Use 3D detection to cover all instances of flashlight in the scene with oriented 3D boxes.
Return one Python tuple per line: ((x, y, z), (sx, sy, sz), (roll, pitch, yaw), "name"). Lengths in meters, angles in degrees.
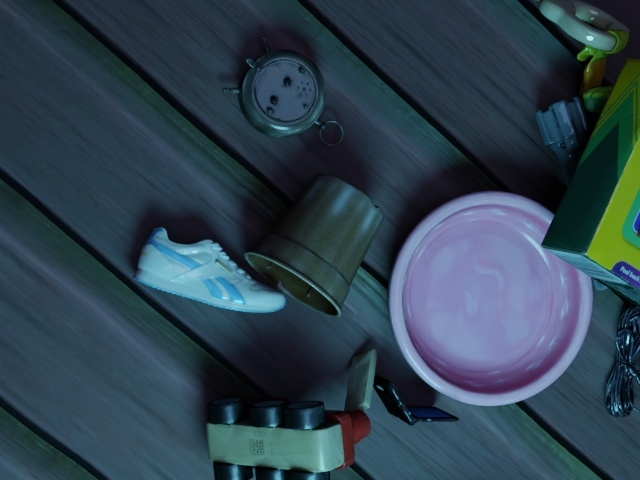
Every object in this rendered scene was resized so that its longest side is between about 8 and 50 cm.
((0.429, -0.075, 1.581), (0.103, 0.103, 0.304), (-19, 89, -36), "flashlight")

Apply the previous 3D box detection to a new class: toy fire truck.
((-0.021, 0.258, 1.457), (0.246, 0.217, 0.159), (-7, 91, -54), "toy fire truck")

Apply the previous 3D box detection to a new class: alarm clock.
((-0.042, -0.211, 1.496), (0.192, 0.064, 0.129), (37, 83, -13), "alarm clock")

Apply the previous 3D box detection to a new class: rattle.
((0.388, -0.335, 1.603), (0.199, 0.143, 0.130), (26, 52, 4), "rattle")

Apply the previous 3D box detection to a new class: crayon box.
((0.546, -0.051, 1.487), (0.363, 0.106, 0.313), (29, 83, -28), "crayon box")

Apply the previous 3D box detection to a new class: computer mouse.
((0.609, 0.215, 1.634), (0.272, 0.072, 0.189), (10, 90, 0), "computer mouse")

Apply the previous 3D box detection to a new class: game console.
((0.139, 0.238, 1.501), (0.071, 0.122, 0.107), (-32, 96, -11), "game console")

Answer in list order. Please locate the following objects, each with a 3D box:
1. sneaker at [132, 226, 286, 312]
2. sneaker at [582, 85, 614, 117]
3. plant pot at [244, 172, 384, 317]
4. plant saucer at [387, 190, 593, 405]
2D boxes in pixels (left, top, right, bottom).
((-0.155, 0.050, 1.458), (0.228, 0.087, 0.092), (18, 84, -13), "sneaker")
((0.540, -0.157, 1.582), (0.295, 0.109, 0.124), (26, 90, -21), "sneaker")
((0.000, 0.000, 1.461), (0.167, 0.167, 0.165), (35, 75, -10), "plant pot")
((0.259, 0.089, 1.547), (0.332, 0.084, 0.332), (0, 89, -11), "plant saucer")
